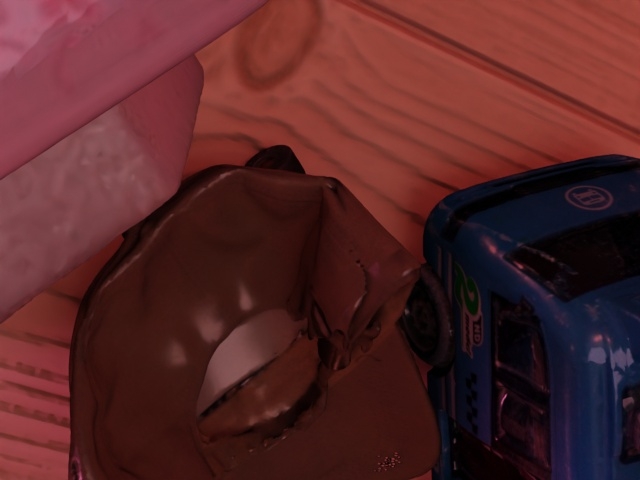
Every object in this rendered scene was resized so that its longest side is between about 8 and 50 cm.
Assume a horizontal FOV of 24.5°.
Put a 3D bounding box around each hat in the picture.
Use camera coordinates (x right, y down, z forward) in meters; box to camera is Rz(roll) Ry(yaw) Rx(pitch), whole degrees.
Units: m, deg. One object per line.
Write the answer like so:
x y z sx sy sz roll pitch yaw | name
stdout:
-0.032 0.064 0.551 0.147 0.085 0.175 -37 143 -11 | hat

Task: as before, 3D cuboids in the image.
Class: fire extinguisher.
0.000 0.000 0.563 0.083 0.022 0.028 58 48 -30 | fire extinguisher

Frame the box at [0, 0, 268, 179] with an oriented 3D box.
-0.196 -0.046 0.304 0.369 0.112 0.190 -34 120 -13 | box

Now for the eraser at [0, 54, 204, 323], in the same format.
-0.197 -0.136 0.379 0.213 0.082 0.397 -36 120 -10 | eraser

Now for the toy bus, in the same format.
0.113 0.099 0.589 0.113 0.134 0.246 -13 114 -23 | toy bus
